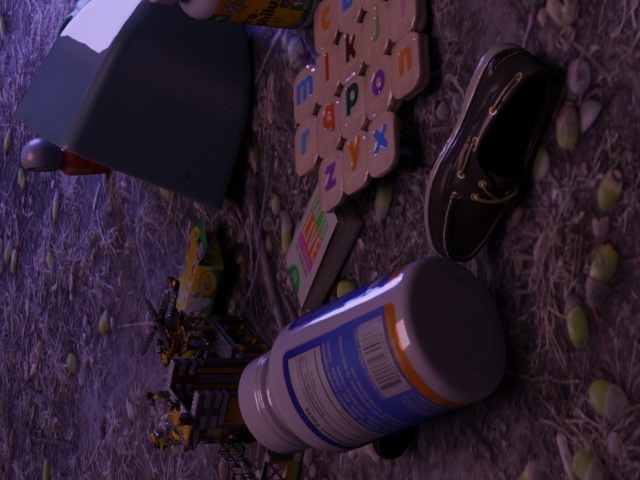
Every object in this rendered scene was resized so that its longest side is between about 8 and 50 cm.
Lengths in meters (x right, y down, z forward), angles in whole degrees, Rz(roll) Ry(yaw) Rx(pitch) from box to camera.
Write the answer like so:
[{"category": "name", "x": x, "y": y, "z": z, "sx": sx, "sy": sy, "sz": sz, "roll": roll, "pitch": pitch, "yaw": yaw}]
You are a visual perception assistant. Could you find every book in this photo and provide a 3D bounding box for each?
[{"category": "book", "x": 0.000, "y": 0.000, "z": 1.766, "sx": 0.096, "sy": 0.035, "sz": 0.144, "roll": -111, "pitch": 35, "yaw": -45}]

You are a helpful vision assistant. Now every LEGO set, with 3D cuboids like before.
[{"category": "LEGO set", "x": -0.158, "y": 0.226, "z": 1.871, "sx": 0.331, "sy": 0.192, "sz": 0.255, "roll": 53, "pitch": 133, "yaw": 49}]

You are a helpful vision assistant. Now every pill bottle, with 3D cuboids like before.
[{"category": "pill bottle", "x": 0.044, "y": 0.130, "z": 1.488, "sx": 0.272, "sy": 0.152, "sz": 0.152, "roll": -28, "pitch": 63, "yaw": 41}, {"category": "pill bottle", "x": -0.107, "y": -0.326, "z": 1.788, "sx": 0.117, "sy": 0.208, "sz": 0.117, "roll": -6, "pitch": 84, "yaw": 61}]

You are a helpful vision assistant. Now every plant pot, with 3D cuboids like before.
[{"category": "plant pot", "x": -0.236, "y": -0.220, "z": 2.002, "sx": 0.247, "sy": 0.248, "sz": 0.252, "roll": 28, "pitch": 95, "yaw": 58}]

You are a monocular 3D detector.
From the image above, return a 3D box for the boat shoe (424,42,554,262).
[{"category": "boat shoe", "x": 0.164, "y": -0.076, "z": 1.415, "sx": 0.068, "sy": 0.081, "sz": 0.227, "roll": 47, "pitch": 127, "yaw": 57}]

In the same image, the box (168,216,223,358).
[{"category": "box", "x": -0.175, "y": 0.065, "z": 2.043, "sx": 0.105, "sy": 0.043, "sz": 0.179, "roll": -106, "pitch": 28, "yaw": -58}]

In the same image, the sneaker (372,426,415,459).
[{"category": "sneaker", "x": 0.066, "y": 0.155, "z": 1.618, "sx": 0.089, "sy": 0.051, "sz": 0.170, "roll": -3, "pitch": 81, "yaw": 61}]

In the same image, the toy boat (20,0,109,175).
[{"category": "toy boat", "x": -0.382, "y": -0.228, "z": 2.346, "sx": 0.267, "sy": 0.148, "sz": 0.318, "roll": 63, "pitch": 140, "yaw": 41}]

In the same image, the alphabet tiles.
[{"category": "alphabet tiles", "x": 0.043, "y": -0.184, "z": 1.682, "sx": 0.284, "sy": 0.021, "sz": 0.278, "roll": -35, "pitch": 52, "yaw": 55}]
